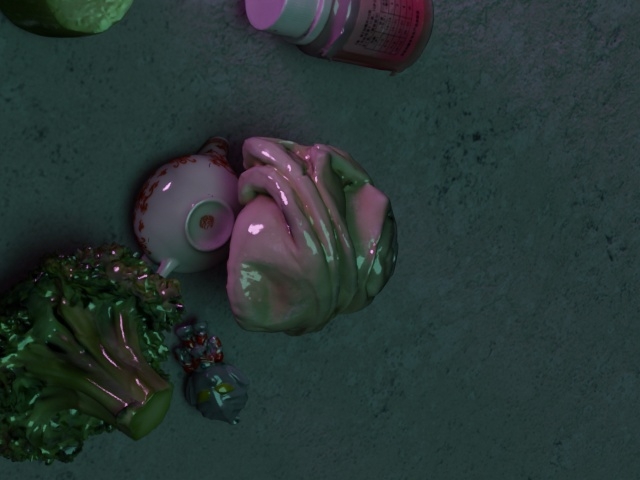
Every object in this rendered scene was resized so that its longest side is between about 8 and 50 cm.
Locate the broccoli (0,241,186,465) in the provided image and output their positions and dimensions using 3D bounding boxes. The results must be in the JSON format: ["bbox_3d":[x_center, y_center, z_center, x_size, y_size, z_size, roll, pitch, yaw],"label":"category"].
[{"bbox_3d":[-0.292,0.142,1.450,0.235,0.260,0.288,-61,168,-61],"label":"broccoli"}]

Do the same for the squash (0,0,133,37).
[{"bbox_3d":[-0.296,-0.313,1.368,0.170,0.123,0.170,-15,119,-30],"label":"squash"}]

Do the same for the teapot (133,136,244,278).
[{"bbox_3d":[-0.179,-0.024,1.559,0.245,0.116,0.159,-48,137,-6],"label":"teapot"}]

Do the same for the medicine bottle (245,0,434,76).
[{"bbox_3d":[0.027,-0.313,1.578,0.247,0.147,0.147,5,102,-37],"label":"medicine bottle"}]

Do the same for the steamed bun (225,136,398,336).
[{"bbox_3d":[0.000,0.000,1.560,0.280,0.207,0.267,10,83,-79],"label":"steamed bun"}]

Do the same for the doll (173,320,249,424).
[{"bbox_3d":[-0.155,0.194,1.662,0.094,0.079,0.180,-20,112,2],"label":"doll"}]
